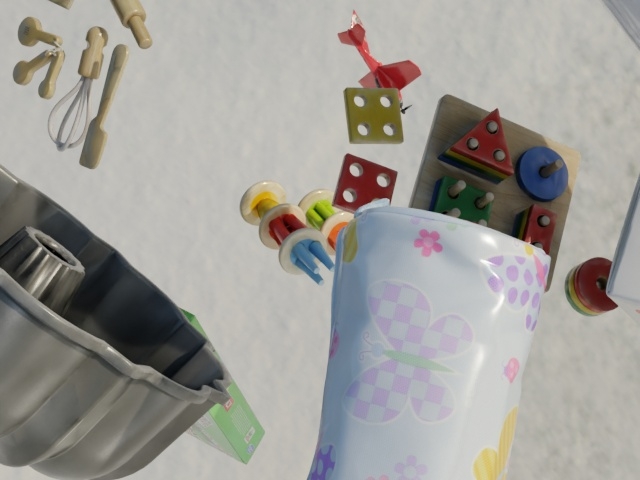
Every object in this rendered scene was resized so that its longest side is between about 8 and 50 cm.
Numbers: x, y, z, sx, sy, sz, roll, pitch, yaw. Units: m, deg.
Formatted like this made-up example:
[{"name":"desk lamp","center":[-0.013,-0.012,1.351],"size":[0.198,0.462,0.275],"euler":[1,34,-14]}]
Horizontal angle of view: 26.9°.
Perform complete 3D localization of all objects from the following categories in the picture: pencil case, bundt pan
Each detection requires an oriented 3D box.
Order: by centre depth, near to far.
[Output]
[{"name":"pencil case","center":[0.045,0.118,0.751],"size":[0.124,0.113,0.273],"euler":[11,82,25]},{"name":"bundt pan","center":[-0.228,0.052,0.962],"size":[0.124,0.331,0.331],"euler":[-50,43,3]}]

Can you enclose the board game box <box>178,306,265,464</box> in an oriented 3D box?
[{"name":"board game box","center":[-0.184,0.113,1.346],"size":[0.213,0.317,0.046],"euler":[24,69,20]}]

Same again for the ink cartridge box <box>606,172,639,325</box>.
[{"name":"ink cartridge box","center":[0.368,0.052,1.039],"size":[0.201,0.278,0.117],"euler":[13,77,35]}]

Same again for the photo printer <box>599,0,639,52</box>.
[{"name":"photo printer","center":[0.232,-0.180,0.840],"size":[0.107,0.307,0.256],"euler":[-38,79,20]}]

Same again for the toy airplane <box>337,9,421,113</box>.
[{"name":"toy airplane","center":[0.072,-0.229,1.741],"size":[0.028,0.151,0.151],"euler":[-34,39,-24]}]

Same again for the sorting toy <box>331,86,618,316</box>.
[{"name":"sorting toy","center":[0.139,-0.045,1.083],"size":[0.046,0.274,0.132],"euler":[142,148,-66]}]

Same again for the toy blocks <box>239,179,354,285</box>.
[{"name":"toy blocks","center":[0.000,0.000,1.345],"size":[0.148,0.123,0.054],"euler":[49,124,49]}]

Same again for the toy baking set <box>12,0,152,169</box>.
[{"name":"toy baking set","center":[-0.267,-0.211,1.525],"size":[0.197,0.030,0.256],"euler":[-48,57,23]}]
